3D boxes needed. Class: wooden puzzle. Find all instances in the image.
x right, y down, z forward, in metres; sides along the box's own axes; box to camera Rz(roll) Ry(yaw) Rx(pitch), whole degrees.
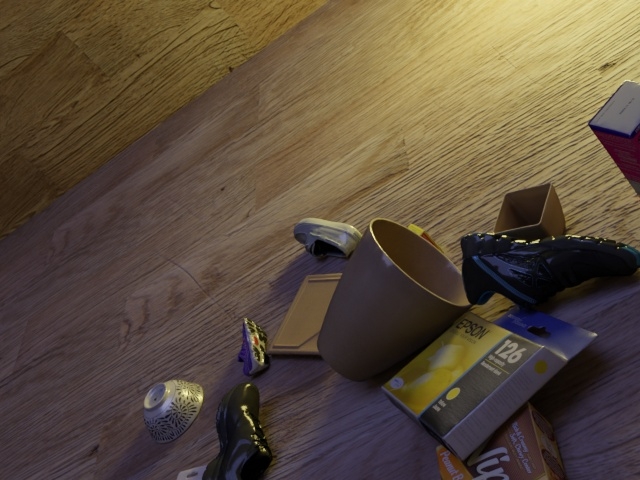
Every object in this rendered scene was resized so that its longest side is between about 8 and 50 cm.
[{"bbox_3d":[-0.004,0.170,2.288,0.239,0.044,0.220,-11,44,51],"label":"wooden puzzle"}]

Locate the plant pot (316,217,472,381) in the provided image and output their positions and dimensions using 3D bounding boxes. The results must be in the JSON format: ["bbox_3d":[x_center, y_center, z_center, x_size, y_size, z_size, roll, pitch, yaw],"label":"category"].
[{"bbox_3d":[0.122,0.141,2.001,0.274,0.257,0.256,-53,26,21],"label":"plant pot"}]

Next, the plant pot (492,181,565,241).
[{"bbox_3d":[0.416,-0.033,1.962,0.109,0.096,0.109,-14,41,43],"label":"plant pot"}]

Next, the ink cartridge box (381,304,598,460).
[{"bbox_3d":[0.281,0.214,1.750,0.307,0.072,0.303,-43,15,-7],"label":"ink cartridge box"}]

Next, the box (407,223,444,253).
[{"bbox_3d":[0.155,0.080,2.156,0.232,0.087,0.058,-48,32,-8],"label":"box"}]

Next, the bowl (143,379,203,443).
[{"bbox_3d":[-0.369,0.392,2.414,0.170,0.080,0.170,-30,34,23],"label":"bowl"}]

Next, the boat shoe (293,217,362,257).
[{"bbox_3d":[0.001,0.001,2.447,0.228,0.079,0.081,5,51,49],"label":"boat shoe"}]

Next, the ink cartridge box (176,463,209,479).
[{"bbox_3d":[-0.266,0.564,2.093,0.104,0.060,0.180,-22,37,35],"label":"ink cartridge box"}]

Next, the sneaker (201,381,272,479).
[{"bbox_3d":[-0.153,0.426,2.105,0.130,0.109,0.286,-15,50,31],"label":"sneaker"}]

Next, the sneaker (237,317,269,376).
[{"bbox_3d":[-0.169,0.248,2.364,0.071,0.068,0.170,-40,30,20],"label":"sneaker"}]

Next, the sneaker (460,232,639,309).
[{"bbox_3d":[0.419,0.059,1.847,0.341,0.125,0.139,0,85,36],"label":"sneaker"}]

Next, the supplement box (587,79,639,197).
[{"bbox_3d":[0.592,-0.163,1.786,0.111,0.220,0.114,-49,31,-6],"label":"supplement box"}]

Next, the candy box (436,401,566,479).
[{"bbox_3d":[0.292,0.420,1.560,0.183,0.087,0.316,-32,31,21],"label":"candy box"}]
